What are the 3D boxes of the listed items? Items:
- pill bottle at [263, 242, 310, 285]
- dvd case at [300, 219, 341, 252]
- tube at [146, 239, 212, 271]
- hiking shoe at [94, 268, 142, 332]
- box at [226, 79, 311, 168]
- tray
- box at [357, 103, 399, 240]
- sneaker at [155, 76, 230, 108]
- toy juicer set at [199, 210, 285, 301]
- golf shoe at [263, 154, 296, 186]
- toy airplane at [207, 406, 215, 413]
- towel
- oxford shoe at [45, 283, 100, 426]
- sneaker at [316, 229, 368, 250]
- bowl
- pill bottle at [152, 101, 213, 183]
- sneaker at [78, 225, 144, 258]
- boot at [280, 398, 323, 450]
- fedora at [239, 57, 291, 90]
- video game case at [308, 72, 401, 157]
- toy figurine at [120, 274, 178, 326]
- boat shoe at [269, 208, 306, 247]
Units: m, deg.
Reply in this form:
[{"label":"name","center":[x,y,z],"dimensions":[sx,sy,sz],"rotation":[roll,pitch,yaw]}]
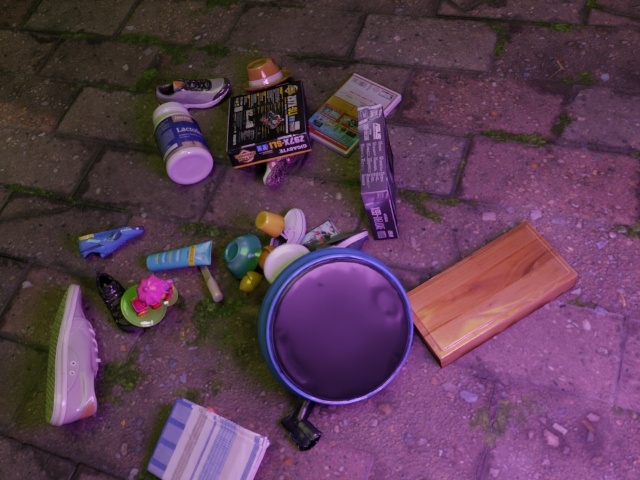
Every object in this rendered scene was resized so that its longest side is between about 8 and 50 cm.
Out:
[{"label":"pill bottle","center":[-0.058,0.117,1.750],"dimensions":[0.131,0.229,0.131],"rotation":[-7,57,10]},{"label":"dvd case","center":[0.000,0.000,1.938],"dimensions":[0.119,0.013,0.087],"rotation":[-31,57,-6]},{"label":"tube","center":[-0.416,0.053,1.970],"dimensions":[0.207,0.052,0.080],"rotation":[-10,65,18]},{"label":"hiking shoe","center":[-0.594,0.178,1.917],"dimensions":[0.086,0.114,0.227],"rotation":[-42,59,-12]},{"label":"box","center":[-0.168,-0.381,2.136],"dimensions":[0.257,0.079,0.322],"rotation":[-12,43,5]},{"label":"tray","center":[0.428,0.134,1.712],"dimensions":[0.411,0.076,0.202],"rotation":[-30,57,-6]},{"label":"box","center":[0.163,-0.192,1.879],"dimensions":[0.077,0.242,0.307],"rotation":[-7,57,10]},{"label":"sneaker","center":[-0.450,-0.523,2.319],"dimensions":[0.272,0.108,0.100],"rotation":[-13,55,4]},{"label":"toy juicer set","center":[-0.218,0.074,1.880],"dimensions":[0.329,0.089,0.209],"rotation":[-33,52,30]},{"label":"golf shoe","center":[-0.143,-0.241,2.094],"dimensions":[0.086,0.067,0.186],"rotation":[8,51,26]},{"label":"toy airplane","center":[-0.305,0.506,1.693],"dimensions":[0.151,0.028,0.151],"rotation":[-7,62,14]},{"label":"towel","center":[-0.282,0.533,1.638],"dimensions":[0.285,0.034,0.209],"rotation":[18,79,25]},{"label":"oxford shoe","center":[-0.689,0.317,1.858],"dimensions":[0.130,0.169,0.449],"rotation":[10,42,-28]},{"label":"sneaker","center":[0.076,0.066,1.840],"dimensions":[0.086,0.163,0.226],"rotation":[-8,13,36]},{"label":"bowl","center":[0.044,0.214,1.612],"dimensions":[0.391,0.077,0.390],"rotation":[-1,94,-12]},{"label":"pill bottle","center":[-0.461,-0.325,2.170],"dimensions":[0.153,0.153,0.264],"rotation":[-26,57,-2]},{"label":"sneaker","center":[-0.654,0.005,2.079],"dimensions":[0.209,0.069,0.082],"rotation":[-14,89,-5]},{"label":"boot","center":[-0.032,0.454,1.647],"dimensions":[0.121,0.045,0.099],"rotation":[-44,57,-6]},{"label":"fedora","center":[-0.195,-0.575,2.260],"dimensions":[0.194,0.079,0.194],"rotation":[-12,26,6]},{"label":"video game case","center":[0.100,-0.414,2.161],"dimensions":[0.204,0.025,0.285],"rotation":[33,71,28]},{"label":"toy figurine","center":[-0.459,0.148,1.844],"dimensions":[0.173,0.159,0.130],"rotation":[-25,79,-34]},{"label":"boat shoe","center":[-0.101,-0.007,1.920],"dimensions":[0.083,0.076,0.226],"rotation":[-6,57,29]}]
